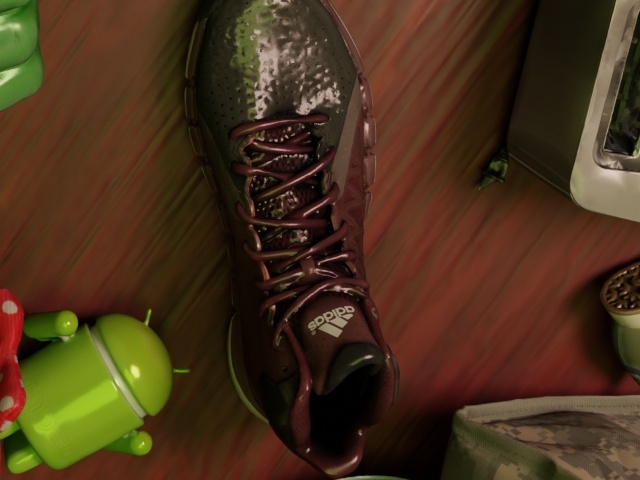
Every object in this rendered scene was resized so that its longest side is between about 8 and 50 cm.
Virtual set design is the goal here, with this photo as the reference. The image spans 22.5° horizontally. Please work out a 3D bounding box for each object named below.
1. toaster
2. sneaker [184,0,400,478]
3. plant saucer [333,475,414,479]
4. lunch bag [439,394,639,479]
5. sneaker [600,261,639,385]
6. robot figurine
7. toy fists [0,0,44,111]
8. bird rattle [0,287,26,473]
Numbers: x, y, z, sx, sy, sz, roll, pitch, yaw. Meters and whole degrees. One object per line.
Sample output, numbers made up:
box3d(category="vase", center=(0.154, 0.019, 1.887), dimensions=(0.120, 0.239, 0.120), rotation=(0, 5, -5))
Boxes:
box3d(category="toaster", center=(0.204, -0.091, 0.922), dimensions=(0.168, 0.110, 0.185), rotation=(8, 107, -16))
box3d(category="sneaker", center=(0.000, 0.000, 0.872), dimensions=(0.106, 0.162, 0.281), rotation=(-12, 112, -10))
box3d(category="plant saucer", center=(0.016, 0.229, 1.028), dimensions=(0.195, 0.037, 0.195), rotation=(-5, 110, -13))
box3d(category="lunch bag", center=(0.197, 0.224, 0.991), dimensions=(0.287, 0.169, 0.235), rotation=(-2, 111, -44))
box3d(category="sneaker", center=(0.271, 0.037, 1.017), dimensions=(0.192, 0.064, 0.086), rotation=(-20, 121, -7))
box3d(category="robot figurine", center=(-0.135, 0.086, 0.920), dimensions=(0.115, 0.067, 0.101), rotation=(-30, 110, -3))
box3d(category="toy fists", center=(-0.173, -0.194, 0.768), dimensions=(0.096, 0.142, 0.279), rotation=(-1, 110, -15))
box3d(category="bird rattle", center=(-0.283, 0.057, 0.831), dimensions=(0.254, 0.143, 0.207), rotation=(-21, 85, 1))
